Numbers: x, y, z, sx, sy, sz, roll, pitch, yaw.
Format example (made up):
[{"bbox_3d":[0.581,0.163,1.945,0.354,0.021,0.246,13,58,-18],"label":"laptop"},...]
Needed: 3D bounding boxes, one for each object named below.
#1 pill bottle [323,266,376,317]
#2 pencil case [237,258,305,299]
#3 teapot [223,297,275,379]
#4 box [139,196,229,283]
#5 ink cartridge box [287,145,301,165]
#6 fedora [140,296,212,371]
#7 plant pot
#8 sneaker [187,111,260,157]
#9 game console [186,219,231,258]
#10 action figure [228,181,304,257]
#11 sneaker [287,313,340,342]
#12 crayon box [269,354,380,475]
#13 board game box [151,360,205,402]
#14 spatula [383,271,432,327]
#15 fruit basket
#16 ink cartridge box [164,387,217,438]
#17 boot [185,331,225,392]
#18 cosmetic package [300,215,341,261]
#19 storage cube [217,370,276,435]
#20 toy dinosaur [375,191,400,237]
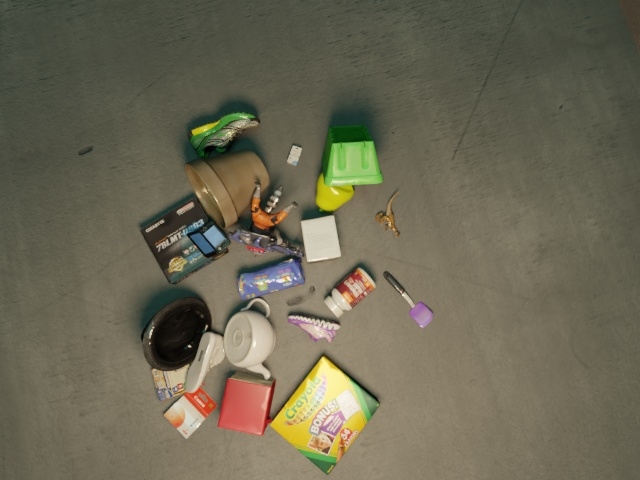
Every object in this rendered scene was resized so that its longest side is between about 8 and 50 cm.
[{"bbox_3d":[0.127,0.231,1.794,0.221,0.121,0.121,-41,84,-5],"label":"pill bottle"},{"bbox_3d":[-0.219,0.168,1.801,0.305,0.119,0.133,-15,112,-3],"label":"pencil case"},{"bbox_3d":[-0.281,0.417,1.742,0.252,0.187,0.256,39,106,43],"label":"teapot"},{"bbox_3d":[-0.619,0.001,1.850,0.295,0.073,0.294,-31,85,-5],"label":"box"},{"bbox_3d":[-0.122,-0.401,1.923,0.048,0.028,0.084,19,83,2],"label":"ink cartridge box"},{"bbox_3d":[-0.628,0.381,1.717,0.152,0.334,0.335,7,81,35],"label":"fedora"},{"bbox_3d":[-0.390,-0.257,1.786,0.280,0.323,0.323,-35,84,-20],"label":"plant pot"},{"bbox_3d":[-0.436,-0.491,1.898,0.343,0.134,0.147,-22,90,6],"label":"sneaker"},{"bbox_3d":[-0.486,-0.009,1.776,0.124,0.085,0.144,-41,86,-7],"label":"game console"},{"bbox_3d":[-0.207,-0.059,1.776,0.341,0.179,0.330,22,121,-14],"label":"action figure"},{"bbox_3d":[-0.035,0.390,1.792,0.236,0.095,0.105,14,90,1],"label":"sneaker"},{"bbox_3d":[0.020,0.734,1.735,0.313,0.106,0.363,38,84,5],"label":"crayon box"},{"bbox_3d":[-0.622,0.597,1.772,0.193,0.045,0.147,-21,74,-3],"label":"board game box"},{"bbox_3d":[0.389,0.256,1.837,0.084,0.030,0.296,-40,84,-6],"label":"spatula"},{"bbox_3d":[0.112,-0.292,1.788,0.282,0.392,0.393,-3,83,0],"label":"fruit basket"},{"bbox_3d":[-0.564,0.741,1.766,0.145,0.045,0.179,44,87,5],"label":"ink cartridge box"},{"bbox_3d":[-0.478,0.529,1.744,0.095,0.123,0.259,10,75,42],"label":"boot"},{"bbox_3d":[0.000,0.000,1.809,0.151,0.151,0.184,-9,84,-2],"label":"cosmetic package"},{"bbox_3d":[-0.300,0.676,1.705,0.214,0.184,0.193,10,81,2],"label":"storage cube"},{"bbox_3d":[0.316,-0.114,1.880,0.112,0.064,0.212,-9,92,-19],"label":"toy dinosaur"}]
